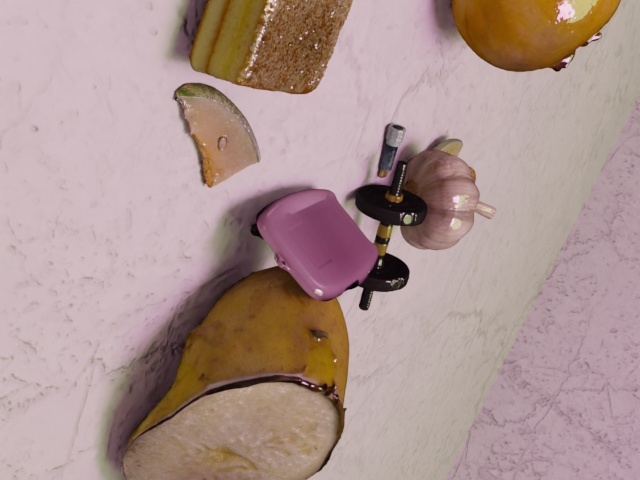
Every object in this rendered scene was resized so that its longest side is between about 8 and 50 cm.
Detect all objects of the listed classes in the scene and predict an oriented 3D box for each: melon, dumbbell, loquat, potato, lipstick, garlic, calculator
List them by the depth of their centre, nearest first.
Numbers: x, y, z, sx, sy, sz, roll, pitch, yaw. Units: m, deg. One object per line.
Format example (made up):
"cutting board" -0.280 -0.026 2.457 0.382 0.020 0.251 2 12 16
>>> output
"melon" -0.147 -0.164 1.242 0.098 0.054 0.182 -36 144 -18
"potato" -0.122 0.223 1.433 0.290 0.296 0.397 32 123 -29
"calculator" 0.001 -0.001 1.433 0.043 0.194 0.294 -40 175 27
"loquat" 0.396 -0.494 1.640 0.328 0.328 0.359 -34 96 -44
"dumbbell" 0.123 -0.005 1.723 0.143 0.143 0.325 -22 131 -53
"lipstick" 0.138 -0.172 1.729 0.037 0.037 0.116 -26 138 -50
"garlic" 0.275 -0.083 1.818 0.212 0.218 0.218 3 114 -25

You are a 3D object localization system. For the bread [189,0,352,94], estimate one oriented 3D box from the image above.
"bread" -0.064 -0.297 1.183 0.234 0.111 0.184 -10 125 -64

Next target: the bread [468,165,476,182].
"bread" 0.352 -0.130 2.143 0.110 0.024 0.110 -42 147 -36

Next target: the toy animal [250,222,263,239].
"toy animal" -0.069 -0.021 1.462 0.136 0.065 0.047 -8 119 -57

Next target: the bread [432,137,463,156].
"bread" 0.242 -0.145 1.932 0.112 0.036 0.193 4 113 -56
